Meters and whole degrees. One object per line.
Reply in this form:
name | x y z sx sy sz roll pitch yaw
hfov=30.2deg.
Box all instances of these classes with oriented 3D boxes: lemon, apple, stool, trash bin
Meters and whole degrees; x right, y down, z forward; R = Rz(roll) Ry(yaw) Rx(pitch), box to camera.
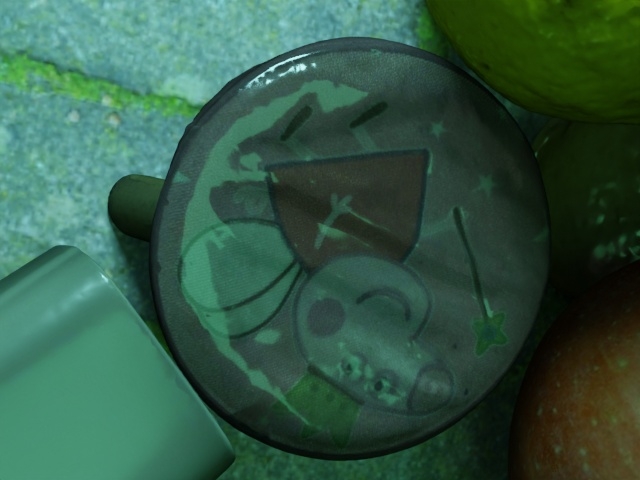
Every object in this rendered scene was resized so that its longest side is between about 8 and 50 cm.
lemon | 0.170 -0.216 0.733 0.245 0.245 0.320 -26 103 -17
apple | 0.309 0.172 0.893 0.348 0.277 0.348 -14 139 -13
stool | 0.000 0.000 0.811 0.272 0.178 0.272 -3 98 -21
trash bin | -0.205 0.144 0.726 0.250 0.220 0.219 -37 104 -16

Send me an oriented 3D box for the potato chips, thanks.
potato chips | 0.253 -0.038 0.965 0.208 0.062 0.195 30 107 -17
